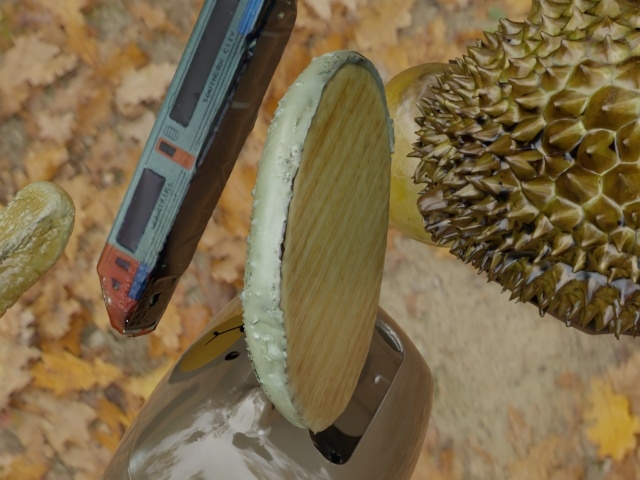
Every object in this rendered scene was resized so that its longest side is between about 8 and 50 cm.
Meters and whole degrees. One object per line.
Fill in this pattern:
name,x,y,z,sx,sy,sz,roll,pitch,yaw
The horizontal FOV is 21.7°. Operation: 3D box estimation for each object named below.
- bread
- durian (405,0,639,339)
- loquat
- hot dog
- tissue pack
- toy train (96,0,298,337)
bread,0.000,0.000,1.155,0.040,0.267,0.267,7,68,17
durian,0.268,-0.060,1.378,0.384,0.348,0.348,-11,64,-5
loquat,0.140,-0.091,1.699,0.213,0.213,0.213,-4,66,9
hot dog,-0.357,0.037,1.808,0.242,0.073,0.084,-43,32,-4
tissue pack,-0.043,0.207,1.702,0.267,0.277,0.387,44,36,-5
toy train,-0.144,-0.092,1.779,0.089,0.086,0.409,30,106,19
